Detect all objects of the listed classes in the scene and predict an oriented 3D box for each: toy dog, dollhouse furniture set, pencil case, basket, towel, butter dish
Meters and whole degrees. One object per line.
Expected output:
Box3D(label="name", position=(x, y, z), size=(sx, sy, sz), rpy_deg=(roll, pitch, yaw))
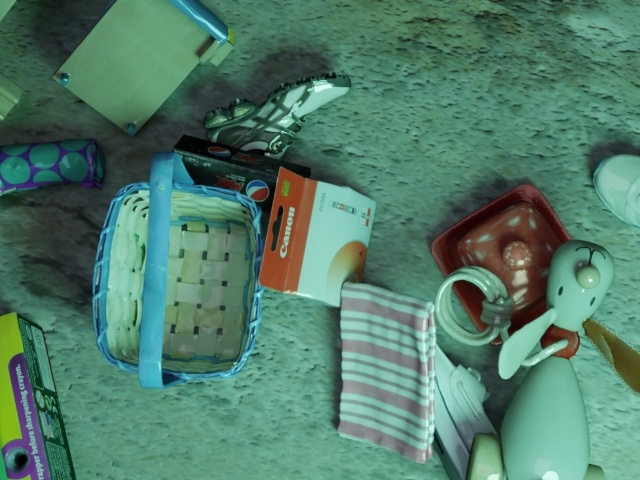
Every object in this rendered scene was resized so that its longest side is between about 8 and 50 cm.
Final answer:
Box3D(label="toy dog", position=(0.255, 0.175, 1.336), size=(0.220, 0.161, 0.334), rpy_deg=(-9, 92, 1))
Box3D(label="dollhouse furniture set", position=(-0.305, -0.266, 1.577), size=(0.303, 0.198, 0.286), rpy_deg=(35, 110, -22))
Box3D(label="pencil case", position=(-0.354, -0.092, 1.556), size=(0.151, 0.064, 0.070), rpy_deg=(-6, 66, 4))
Box3D(label="basket", position=(-0.165, 0.050, 1.408), size=(0.201, 0.289, 0.255), rpy_deg=(4, 80, 0))
Box3D(label="towel", position=(0.076, 0.154, 1.442), size=(0.144, 0.029, 0.197), rpy_deg=(10, 104, 45))
Box3D(label="butter dish", position=(0.234, 0.023, 1.469), size=(0.160, 0.118, 0.160), rpy_deg=(-31, 81, 0))

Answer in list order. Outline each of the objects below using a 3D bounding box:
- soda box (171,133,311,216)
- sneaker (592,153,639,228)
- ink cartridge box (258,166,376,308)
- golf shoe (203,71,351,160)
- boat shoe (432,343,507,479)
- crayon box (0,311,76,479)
Box3D(label="soda box", position=(-0.101, -0.078, 1.501), size=(0.168, 0.060, 0.053), rpy_deg=(16, 114, 3))
Box3D(label="sneaker", position=(0.435, -0.033, 1.474), size=(0.228, 0.092, 0.087), rpy_deg=(36, 88, 9))
Box3D(label="ink cartridge box", position=(0.000, 0.000, 1.462), size=(0.045, 0.179, 0.145), rpy_deg=(7, 82, 29))
Box3D(label="golf shoe", position=(-0.046, -0.151, 1.543), size=(0.198, 0.077, 0.094), rpy_deg=(-20, 92, 8))
Box3D(label="boat shoe", position=(0.163, 0.194, 1.474), size=(0.084, 0.095, 0.258), rpy_deg=(-23, 88, -10))
Box3D(label="crayon box", position=(-0.460, 0.308, 1.468), size=(0.313, 0.106, 0.363), rpy_deg=(-18, 71, 3))
